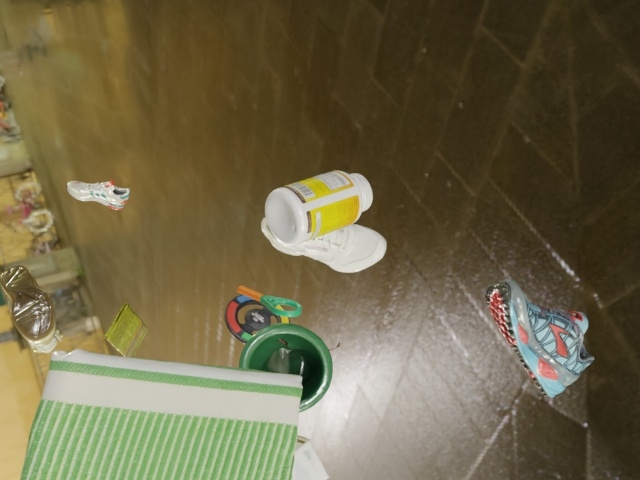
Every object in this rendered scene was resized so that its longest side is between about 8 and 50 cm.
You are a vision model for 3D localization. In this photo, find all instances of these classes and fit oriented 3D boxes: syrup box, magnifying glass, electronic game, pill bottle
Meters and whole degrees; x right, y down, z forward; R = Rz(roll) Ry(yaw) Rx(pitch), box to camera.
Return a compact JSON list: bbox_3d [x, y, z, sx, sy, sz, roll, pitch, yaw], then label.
[{"bbox_3d":[-0.109,0.504,1.551,0.096,0.237,0.093,-12,107,59],"label":"syrup box"},{"bbox_3d":[-0.159,0.184,2.331,0.231,0.092,0.026,17,110,31],"label":"magnifying glass"},{"bbox_3d":[-0.211,0.267,2.559,0.229,0.229,0.048,58,141,33],"label":"electronic game"},{"bbox_3d":[0.002,-0.071,1.524,0.117,0.215,0.117,23,123,42],"label":"pill bottle"}]

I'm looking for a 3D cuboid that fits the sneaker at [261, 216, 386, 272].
[{"bbox_3d":[0.000,0.000,1.781,0.152,0.305,0.114,41,-121,-69],"label":"sneaker"}]

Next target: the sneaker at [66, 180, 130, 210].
[{"bbox_3d":[-0.572,-0.135,1.972,0.075,0.161,0.057,-47,39,33],"label":"sneaker"}]

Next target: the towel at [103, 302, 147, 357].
[{"bbox_3d":[-0.492,0.233,1.929,0.021,0.102,0.237,22,160,8],"label":"towel"}]

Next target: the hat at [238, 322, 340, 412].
[{"bbox_3d":[-0.069,0.250,1.537,0.172,0.209,0.183,-64,9,-4],"label":"hat"}]

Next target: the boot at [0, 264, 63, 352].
[{"bbox_3d":[-0.546,0.165,1.476,0.213,0.077,0.165,44,151,40],"label":"boot"}]

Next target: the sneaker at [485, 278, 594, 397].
[{"bbox_3d":[0.354,0.134,1.204,0.262,0.125,0.104,52,-172,-37],"label":"sneaker"}]

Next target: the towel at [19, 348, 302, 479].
[{"bbox_3d":[-0.144,0.269,0.668,0.038,0.248,0.324,157,121,-66],"label":"towel"}]
